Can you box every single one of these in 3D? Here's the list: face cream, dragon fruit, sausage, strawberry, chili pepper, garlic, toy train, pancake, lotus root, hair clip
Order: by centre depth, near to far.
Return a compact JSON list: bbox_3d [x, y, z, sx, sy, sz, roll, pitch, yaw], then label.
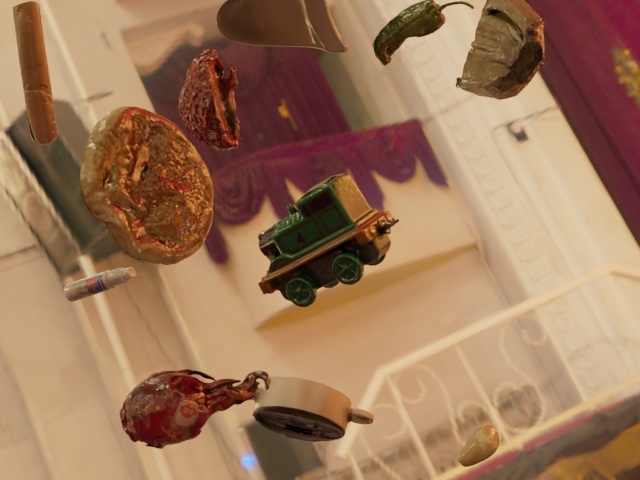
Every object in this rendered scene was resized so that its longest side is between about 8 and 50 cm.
[{"bbox_3d":[-0.153,0.193,1.186,0.190,0.094,0.094,-17,-16,-7],"label":"dragon fruit"},{"bbox_3d":[0.000,0.000,1.269,0.228,0.136,0.091,-26,5,33],"label":"toy train"},{"bbox_3d":[0.254,-0.246,1.287,0.070,0.144,0.143,16,-73,-21],"label":"lotus root"},{"bbox_3d":[-0.181,-0.221,1.475,0.087,0.167,0.208,-9,-11,6],"label":"strawberry"},{"bbox_3d":[0.244,0.314,1.494,0.083,0.041,0.053,-40,6,-20],"label":"garlic"},{"bbox_3d":[-0.379,0.072,1.680,0.130,0.034,0.034,-18,-12,16],"label":"face cream"},{"bbox_3d":[-0.078,-0.438,1.845,0.282,0.172,0.113,-2,31,25],"label":"hair clip"},{"bbox_3d":[0.188,-0.418,1.876,0.204,0.073,0.072,-32,1,7],"label":"chili pepper"},{"bbox_3d":[-0.610,-0.354,2.082,0.066,0.301,0.066,-8,7,1],"label":"sausage"},{"bbox_3d":[-0.375,-0.126,2.177,0.082,0.387,0.387,-23,-11,35],"label":"pancake"}]

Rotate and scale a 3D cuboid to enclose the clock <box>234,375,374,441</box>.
[{"bbox_3d":[-0.030,0.275,1.560,0.229,0.063,0.155,14,-28,3],"label":"clock"}]
